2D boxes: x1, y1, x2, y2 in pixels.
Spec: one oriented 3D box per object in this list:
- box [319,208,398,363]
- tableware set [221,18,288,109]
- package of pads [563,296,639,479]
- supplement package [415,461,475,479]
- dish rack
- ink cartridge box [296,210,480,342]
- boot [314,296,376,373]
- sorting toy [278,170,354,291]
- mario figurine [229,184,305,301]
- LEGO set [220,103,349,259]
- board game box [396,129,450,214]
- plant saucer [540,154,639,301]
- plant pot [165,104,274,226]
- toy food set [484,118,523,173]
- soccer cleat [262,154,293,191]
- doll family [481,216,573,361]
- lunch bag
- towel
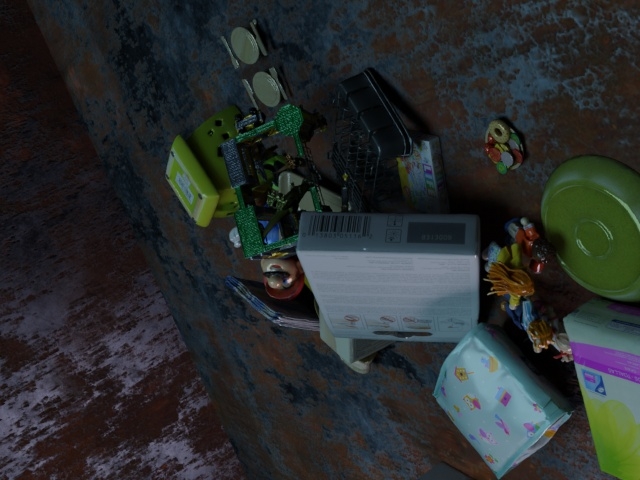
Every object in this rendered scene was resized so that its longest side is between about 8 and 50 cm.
[{"bbox_3d":[0.083,0.095,1.718,0.121,0.148,0.311,36,137,45],"label":"box"},{"bbox_3d":[-0.138,-0.399,1.799,0.128,0.039,0.194,-6,116,50],"label":"tableware set"},{"bbox_3d":[0.506,0.245,1.176,0.229,0.101,0.296,12,126,59],"label":"package of pads"},{"bbox_3d":[0.319,0.622,1.866,0.179,0.105,0.105,15,128,57],"label":"supplement package"},{"bbox_3d":[0.086,-0.169,1.536,0.271,0.074,0.208,97,153,-55],"label":"dish rack"},{"bbox_3d":[0.144,0.080,1.476,0.385,0.308,0.091,69,-155,-59],"label":"ink cartridge box"},{"bbox_3d":[0.058,0.233,1.969,0.213,0.077,0.165,51,168,18],"label":"boot"},{"bbox_3d":[0.000,0.000,1.858,0.229,0.041,0.307,25,131,30],"label":"sorting toy"},{"bbox_3d":[-0.110,0.031,2.011,0.198,0.170,0.320,30,138,44],"label":"mario figurine"},{"bbox_3d":[-0.053,-0.104,1.599,0.255,0.192,0.331,-28,77,22],"label":"LEGO set"},{"bbox_3d":[0.188,-0.128,1.476,0.103,0.026,0.154,24,135,51],"label":"board game box"},{"bbox_3d":[0.414,-0.009,1.171,0.241,0.037,0.241,42,147,36],"label":"plant saucer"},{"bbox_3d":[-0.272,-0.179,2.059,0.228,0.207,0.227,56,153,10],"label":"plant pot"},{"bbox_3d":[0.295,-0.150,1.269,0.082,0.020,0.083,53,152,18],"label":"toy food set"},{"bbox_3d":[-0.075,-0.127,1.899,0.179,0.072,0.060,55,153,15],"label":"soccer cleat"},{"bbox_3d":[0.328,0.096,1.272,0.163,0.118,0.263,-117,6,-72],"label":"doll family"},{"bbox_3d":[0.337,0.283,1.454,0.223,0.160,0.262,50,157,25],"label":"lunch bag"},{"bbox_3d":[-0.114,0.171,2.152,0.285,0.209,0.034,31,102,48],"label":"towel"}]
